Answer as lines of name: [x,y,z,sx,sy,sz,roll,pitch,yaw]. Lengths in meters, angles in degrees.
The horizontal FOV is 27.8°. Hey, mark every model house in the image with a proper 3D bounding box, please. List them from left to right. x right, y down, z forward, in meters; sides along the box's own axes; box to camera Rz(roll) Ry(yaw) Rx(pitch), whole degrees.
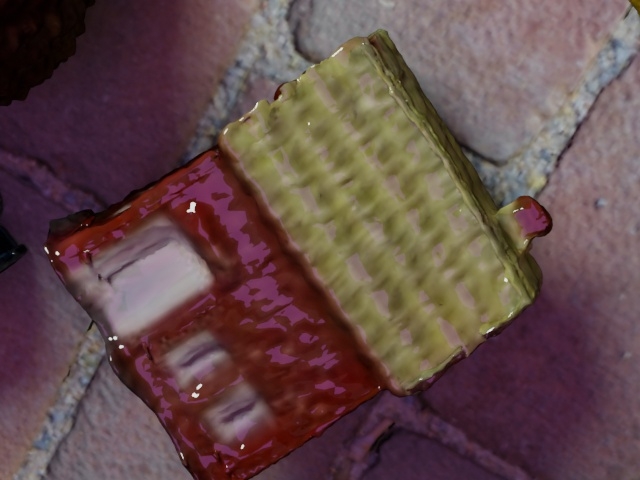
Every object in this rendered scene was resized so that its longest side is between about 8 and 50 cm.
model house: [0.000,0.000,0.790,0.254,0.160,0.196,-31,96,16]

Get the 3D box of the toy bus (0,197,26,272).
toy bus: [-0.329,-0.038,0.873,0.134,0.116,0.234,-36,96,22]

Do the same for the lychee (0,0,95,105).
lychee: [-0.247,-0.198,0.740,0.304,0.276,0.275,18,110,36]

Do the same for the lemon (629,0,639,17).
lemon: [0.206,-0.158,0.752,0.065,0.065,0.092,-18,100,16]
